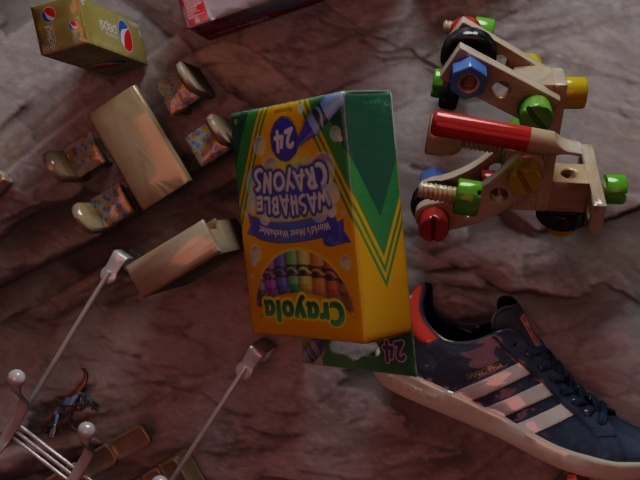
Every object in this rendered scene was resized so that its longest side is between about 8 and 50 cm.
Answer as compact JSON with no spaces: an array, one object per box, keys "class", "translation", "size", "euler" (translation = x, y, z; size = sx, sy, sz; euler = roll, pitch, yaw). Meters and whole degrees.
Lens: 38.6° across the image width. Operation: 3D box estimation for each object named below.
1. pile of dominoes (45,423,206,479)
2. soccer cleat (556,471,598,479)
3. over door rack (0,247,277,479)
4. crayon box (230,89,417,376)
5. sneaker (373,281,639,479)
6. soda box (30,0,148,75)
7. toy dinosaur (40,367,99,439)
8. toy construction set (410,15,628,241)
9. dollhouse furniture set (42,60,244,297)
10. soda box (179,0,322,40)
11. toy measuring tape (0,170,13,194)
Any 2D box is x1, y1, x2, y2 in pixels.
[{"class":"pile of dominoes","translation":[-0.262,0.369,1.218],"size":[0.251,0.040,0.196],"euler":[-32,88,18]},{"class":"soccer cleat","translation":[0.378,0.306,1.080],"size":[0.196,0.068,0.076],"euler":[-3,97,17]},{"class":"over door rack","translation":[-0.248,0.195,1.126],"size":[0.239,0.108,0.324],"euler":[34,85,9]},{"class":"crayon box","translation":[0.000,0.000,1.062],"size":[0.203,0.083,0.323],"euler":[-2,96,48]},{"class":"sneaker","translation":[0.241,0.154,1.058],"size":[0.350,0.131,0.148],"euler":[21,101,8]},{"class":"soda box","translation":[-0.273,-0.243,1.101],"size":[0.061,0.181,0.058],"euler":[-12,91,11]},{"class":"toy dinosaur","translation":[-0.339,0.227,1.222],"size":[0.082,0.047,0.090],"euler":[-18,57,19]},{"class":"toy construction set","translation":[0.229,-0.100,0.976],"size":[0.237,0.309,0.257],"euler":[10,103,4]},{"class":"dollhouse furniture set","translation":[-0.202,-0.068,1.109],"size":[0.212,0.161,0.242],"euler":[-31,88,10]},{"class":"soda box","translation":[-0.040,-0.326,1.101],"size":[0.263,0.092,0.083],"euler":[-16,91,10]},{"class":"toy measuring tape","translation":[-0.534,-0.193,1.209],"size":[0.121,0.121,0.330],"euler":[-42,108,9]}]
